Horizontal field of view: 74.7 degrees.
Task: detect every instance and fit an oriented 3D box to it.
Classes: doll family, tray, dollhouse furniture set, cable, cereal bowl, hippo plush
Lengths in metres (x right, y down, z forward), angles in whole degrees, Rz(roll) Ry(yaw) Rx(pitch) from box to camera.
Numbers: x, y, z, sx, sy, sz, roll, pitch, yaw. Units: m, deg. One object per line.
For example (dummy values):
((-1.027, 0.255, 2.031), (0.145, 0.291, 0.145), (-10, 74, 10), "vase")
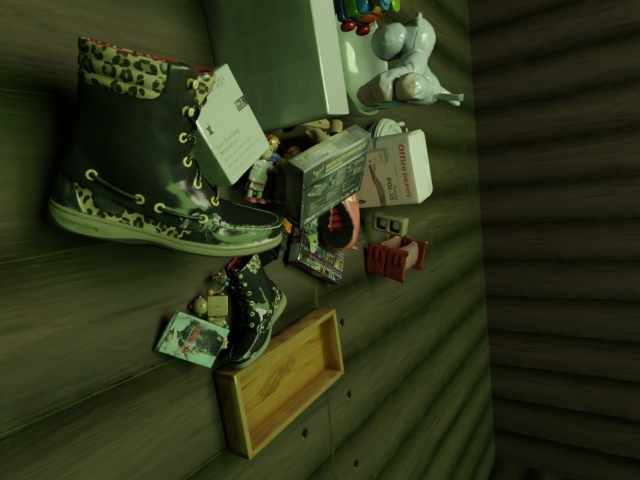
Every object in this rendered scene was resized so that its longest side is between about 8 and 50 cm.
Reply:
((-0.112, -0.175, 1.048), (0.263, 0.119, 0.163), (4, 103, -51), "doll family")
((-0.085, 0.342, 1.088), (0.411, 0.076, 0.202), (-21, 106, -53), "tray")
((0.291, -0.059, 1.500), (0.201, 0.152, 0.373), (-22, 122, -53), "dollhouse furniture set")
((0.247, -0.327, 1.582), (0.257, 0.089, 0.256), (-7, 96, -55), "cable")
((0.073, -0.546, 1.291), (0.339, 0.141, 0.338), (5, 84, -55), "cereal bowl")
((0.246, -0.500, 1.164), (0.234, 0.295, 0.236), (-38, 127, -74), "hippo plush")

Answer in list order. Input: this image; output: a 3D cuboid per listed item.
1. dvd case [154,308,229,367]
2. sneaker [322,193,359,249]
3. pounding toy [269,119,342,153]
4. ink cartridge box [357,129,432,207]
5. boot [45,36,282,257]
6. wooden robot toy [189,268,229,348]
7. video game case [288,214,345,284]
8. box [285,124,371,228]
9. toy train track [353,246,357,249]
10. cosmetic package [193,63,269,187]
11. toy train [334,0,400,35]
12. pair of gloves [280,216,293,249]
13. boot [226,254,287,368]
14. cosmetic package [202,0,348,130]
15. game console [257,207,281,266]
((-0.255, 0.197, 0.839), (0.120, 0.013, 0.087), (30, 84, -26), "dvd case")
((0.057, -0.118, 1.245), (0.136, 0.116, 0.313), (29, 58, -69), "sneaker")
((-0.026, -0.295, 1.079), (0.181, 0.206, 0.094), (31, 63, -50), "pounding toy")
((0.182, -0.216, 1.309), (0.117, 0.283, 0.207), (-35, 116, -51), "ink cartridge box")
((-0.216, -0.132, 0.681), (0.378, 0.138, 0.283), (9, 110, -22), "boot")
((-0.240, 0.147, 0.899), (0.079, 0.076, 0.173), (0, 88, -20), "wooden robot toy")
((0.000, 0.000, 1.237), (0.232, 0.042, 0.210), (34, 56, -50), "video game case")
((0.017, -0.155, 1.021), (0.231, 0.056, 0.183), (-36, 150, -31), "box")
((0.105, 0.016, 1.426), (0.083, 0.014, 0.048), (29, 65, -52), "toy train track")
((-0.230, -0.216, 0.829), (0.151, 0.152, 0.183), (-59, 134, -40), "cosmetic package")
((0.158, -0.644, 1.170), (0.248, 0.144, 0.105), (-25, 109, -52), "toy train")
((-0.098, -0.019, 1.136), (0.074, 0.010, 0.083), (56, 47, -38), "pair of gloves")
((-0.172, 0.149, 0.956), (0.178, 0.085, 0.236), (65, 33, -30), "boot")
((-0.106, -0.435, 0.903), (0.097, 0.285, 0.376), (-25, 110, -55), "cosmetic package")
((-0.157, -0.002, 1.044), (0.107, 0.071, 0.122), (-86, 157, -59), "game console")
